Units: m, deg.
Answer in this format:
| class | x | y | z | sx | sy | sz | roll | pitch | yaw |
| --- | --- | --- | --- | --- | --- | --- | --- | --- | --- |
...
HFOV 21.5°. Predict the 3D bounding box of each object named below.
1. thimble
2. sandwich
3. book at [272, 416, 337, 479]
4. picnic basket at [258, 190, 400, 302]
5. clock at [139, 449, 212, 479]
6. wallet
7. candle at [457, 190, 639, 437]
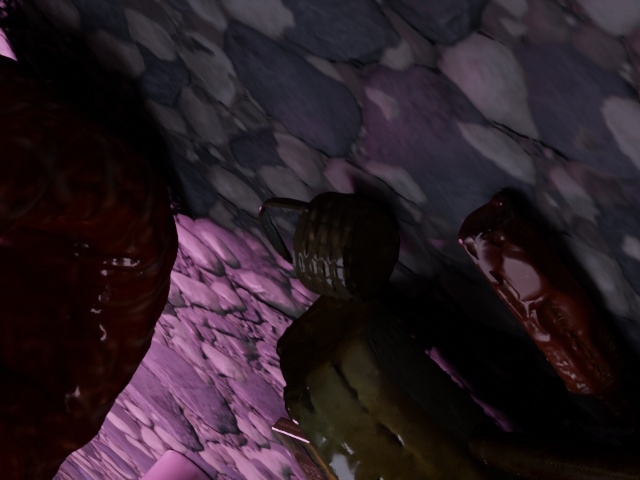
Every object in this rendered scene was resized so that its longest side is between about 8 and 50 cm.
| class | x | y | z | sx | sy | sz | roll | pitch | yaw |
| --- | --- | --- | --- | --- | --- | --- | --- | --- | --- |
| thimble | -0.278 | 0.021 | 1.242 | 0.230 | 0.350 | 0.350 | 31 | 156 | 27 |
| sandwich | 0.080 | 0.146 | 1.067 | 0.251 | 0.087 | 0.226 | 48 | -171 | -7 |
| book | 0.061 | 0.233 | 1.431 | 0.228 | 0.024 | 0.160 | 14 | 141 | 55 |
| picnic basket | 0.000 | 0.000 | 1.032 | 0.083 | 0.072 | 0.072 | 11 | 143 | 36 |
| clock | -0.081 | 0.366 | 1.877 | 0.275 | 0.080 | 0.290 | 52 | 158 | -19 |
| wallet | 0.195 | 0.127 | 0.876 | 0.137 | 0.031 | 0.255 | 14 | 172 | -22 |
| candle | 0.128 | 0.048 | 0.912 | 0.162 | 0.048 | 0.053 | 52 | 156 | -18 |
